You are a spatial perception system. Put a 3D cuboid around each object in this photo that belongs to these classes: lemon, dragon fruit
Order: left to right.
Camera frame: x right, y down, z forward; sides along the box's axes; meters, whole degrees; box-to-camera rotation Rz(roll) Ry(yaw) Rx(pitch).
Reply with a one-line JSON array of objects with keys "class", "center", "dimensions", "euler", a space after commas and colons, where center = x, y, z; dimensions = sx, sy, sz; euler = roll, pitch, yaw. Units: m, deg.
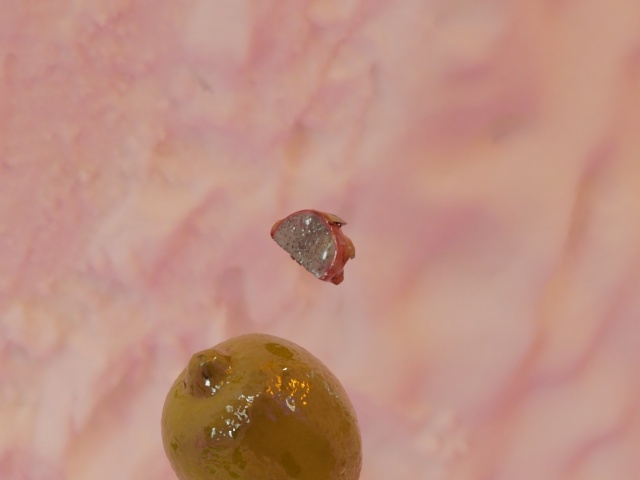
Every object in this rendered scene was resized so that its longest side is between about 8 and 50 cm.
[{"class": "lemon", "center": [-0.052, 0.195, 1.406], "dimensions": [0.184, 0.184, 0.248], "euler": [-45, 113, -17]}, {"class": "dragon fruit", "center": [0.000, 0.000, 1.423], "dimensions": [0.060, 0.083, 0.056], "euler": [-57, 150, 11]}]
